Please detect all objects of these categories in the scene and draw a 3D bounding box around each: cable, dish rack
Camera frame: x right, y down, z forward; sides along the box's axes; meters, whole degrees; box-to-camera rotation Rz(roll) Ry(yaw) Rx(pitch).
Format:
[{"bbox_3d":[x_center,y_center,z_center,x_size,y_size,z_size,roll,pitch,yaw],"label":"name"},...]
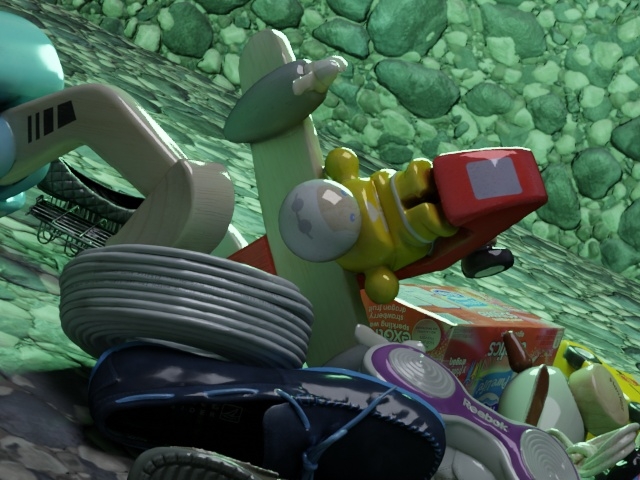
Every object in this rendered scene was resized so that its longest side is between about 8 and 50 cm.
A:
[{"bbox_3d":[-0.137,0.077,1.869,0.257,0.089,0.257,-3,-21,39],"label":"cable"},{"bbox_3d":[-0.249,-0.001,2.314,0.208,0.074,0.271,23,13,5],"label":"dish rack"}]

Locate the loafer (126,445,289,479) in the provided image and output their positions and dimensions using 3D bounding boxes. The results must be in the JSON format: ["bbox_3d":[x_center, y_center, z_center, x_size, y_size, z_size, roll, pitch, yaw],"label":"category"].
[{"bbox_3d":[-0.051,0.243,1.603,0.251,0.094,0.087,26,-1,-13],"label":"loafer"}]

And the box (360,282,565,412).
[{"bbox_3d":[0.147,0.140,2.251,0.154,0.142,0.300,23,10,30],"label":"box"}]

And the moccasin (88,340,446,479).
[{"bbox_3d":[-0.052,0.190,1.765,0.342,0.138,0.117,7,25,-3],"label":"moccasin"}]

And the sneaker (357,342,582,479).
[{"bbox_3d":[0.144,0.233,1.886,0.305,0.152,0.114,38,32,3],"label":"sneaker"}]

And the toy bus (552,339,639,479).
[{"bbox_3d":[0.394,0.244,2.391,0.130,0.108,0.333,19,13,-24],"label":"toy bus"}]

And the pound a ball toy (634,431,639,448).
[{"bbox_3d":[0.514,0.294,2.200,0.319,0.136,0.208,31,40,-18],"label":"pound a ball toy"}]

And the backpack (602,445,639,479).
[{"bbox_3d":[0.350,0.317,1.937,0.115,0.152,0.182,11,32,-52],"label":"backpack"}]

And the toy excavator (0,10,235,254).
[{"bbox_3d":[-0.336,-0.127,2.009,0.222,0.445,0.433,4,66,-59],"label":"toy excavator"}]

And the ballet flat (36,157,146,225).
[{"bbox_3d":[-0.255,-0.055,2.248,0.173,0.049,0.057,21,16,-11],"label":"ballet flat"}]

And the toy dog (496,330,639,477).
[{"bbox_3d":[0.218,0.194,2.078,0.161,0.220,0.333,57,6,3],"label":"toy dog"}]

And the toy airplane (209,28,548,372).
[{"bbox_3d":[0.000,0.000,2.022,0.386,0.384,0.272,29,-2,19],"label":"toy airplane"}]
